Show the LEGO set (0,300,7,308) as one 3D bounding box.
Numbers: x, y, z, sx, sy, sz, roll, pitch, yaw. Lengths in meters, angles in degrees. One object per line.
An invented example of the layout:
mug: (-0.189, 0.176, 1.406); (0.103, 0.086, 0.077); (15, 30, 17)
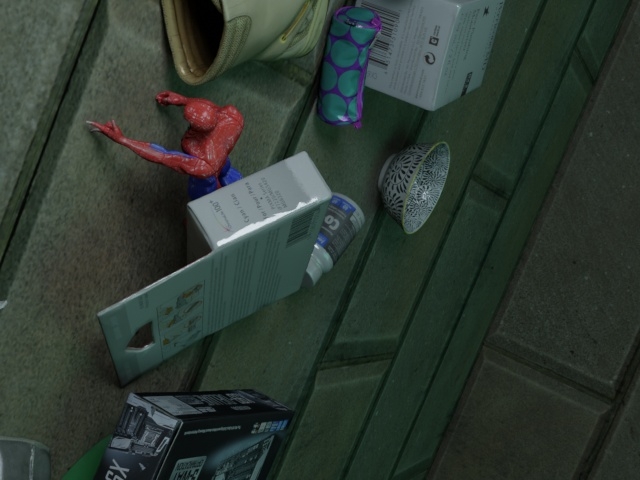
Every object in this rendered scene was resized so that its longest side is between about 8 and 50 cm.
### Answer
LEGO set: (-0.324, 0.117, 0.644); (0.182, 0.060, 0.244); (24, 64, -61)

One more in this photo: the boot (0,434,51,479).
boot: (-0.277, 0.268, 0.744); (0.190, 0.076, 0.209); (84, 7, -70)

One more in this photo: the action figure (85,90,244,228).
action figure: (-0.148, -0.092, 0.922); (0.091, 0.139, 0.280); (-62, 179, -17)

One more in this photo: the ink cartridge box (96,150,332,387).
ink cartridge box: (-0.129, 0.041, 0.988); (0.261, 0.066, 0.296); (-27, 164, -18)

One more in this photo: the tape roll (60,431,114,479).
tape roll: (-0.261, 0.392, 1.146); (0.321, 0.077, 0.321); (-47, 151, -36)

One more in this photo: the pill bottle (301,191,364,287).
pill bottle: (0.000, 0.000, 1.319); (0.137, 0.078, 0.078); (-53, 154, -28)

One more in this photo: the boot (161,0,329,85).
boot: (-0.062, -0.292, 0.888); (0.203, 0.095, 0.262); (-32, 144, -50)

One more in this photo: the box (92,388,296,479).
box: (-0.165, 0.303, 1.069); (0.243, 0.076, 0.307); (-67, 157, 0)

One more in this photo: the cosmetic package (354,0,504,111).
cosmetic package: (0.147, -0.292, 1.255); (0.183, 0.151, 0.151); (-33, 142, -52)

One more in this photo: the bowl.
bowl: (0.151, -0.104, 1.540); (0.170, 0.080, 0.170); (-48, 152, -36)

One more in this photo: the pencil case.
pencil case: (0.038, -0.230, 1.187); (0.064, 0.070, 0.152); (-36, 144, -50)
